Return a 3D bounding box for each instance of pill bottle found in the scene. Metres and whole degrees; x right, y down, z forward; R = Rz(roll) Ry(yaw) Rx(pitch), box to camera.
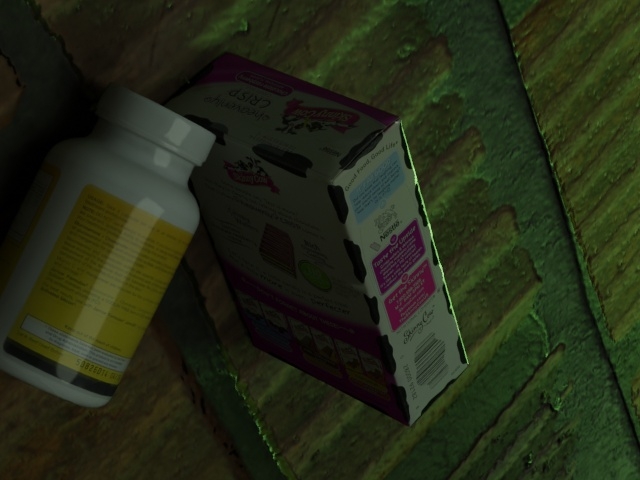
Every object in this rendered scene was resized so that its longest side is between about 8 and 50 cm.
[{"bbox_3d":[-0.137,0.002,1.162,0.103,0.103,0.184,28,89,-52],"label":"pill bottle"}]

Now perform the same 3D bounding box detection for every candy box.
[{"bbox_3d":[0.000,0.000,1.273,0.071,0.159,0.233,-44,138,-25],"label":"candy box"}]
